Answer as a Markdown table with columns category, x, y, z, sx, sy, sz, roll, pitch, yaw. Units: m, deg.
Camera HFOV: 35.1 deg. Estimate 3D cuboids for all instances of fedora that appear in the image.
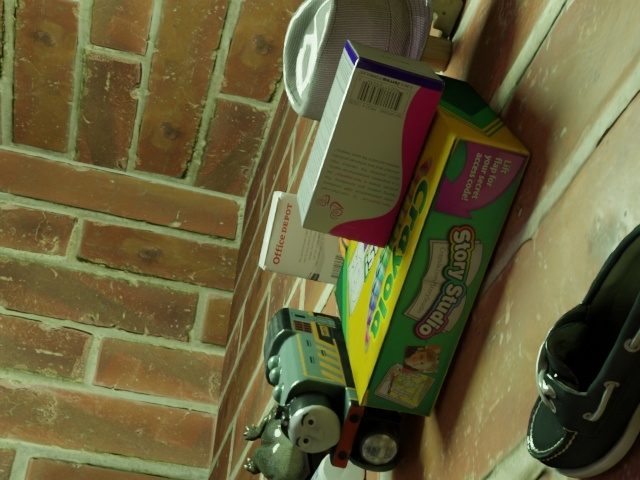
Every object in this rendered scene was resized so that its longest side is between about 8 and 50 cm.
| category | x | y | z | sx | sy | sz | roll | pitch | yaw |
| --- | --- | --- | --- | --- | --- | --- | --- | --- | --- |
| fedora | 0.030 | -0.264 | 1.394 | 0.275 | 0.124 | 0.243 | -59 | 35 | 41 |

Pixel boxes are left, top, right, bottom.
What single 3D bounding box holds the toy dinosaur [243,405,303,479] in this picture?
| category | x | y | z | sx | sy | sz | roll | pitch | yaw |
| --- | --- | --- | --- | --- | --- | --- | --- | --- | --- |
| toy dinosaur | -0.069 | 0.359 | 1.735 | 0.160 | 0.121 | 0.313 | -56 | 11 | 53 |

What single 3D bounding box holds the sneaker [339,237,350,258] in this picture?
| category | x | y | z | sx | sy | sz | roll | pitch | yaw |
| --- | --- | --- | --- | --- | --- | --- | --- | --- | --- |
| sneaker | 0.075 | -0.065 | 1.639 | 0.321 | 0.125 | 0.180 | -57 | -36 | -62 |

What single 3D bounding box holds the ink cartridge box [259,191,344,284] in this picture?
| category | x | y | z | sx | sy | sz | roll | pitch | yaw |
| --- | --- | --- | --- | --- | --- | --- | --- | --- | --- |
| ink cartridge box | 0.000 | 0.000 | 1.774 | 0.082 | 0.191 | 0.139 | -152 | 74 | -80 |

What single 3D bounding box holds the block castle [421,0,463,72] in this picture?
| category | x | y | z | sx | sy | sz | roll | pitch | yaw |
| --- | --- | --- | --- | --- | --- | --- | --- | --- | --- |
| block castle | 0.110 | -0.477 | 1.669 | 0.303 | 0.213 | 0.453 | 165 | 117 | -79 |

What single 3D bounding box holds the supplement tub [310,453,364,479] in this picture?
| category | x | y | z | sx | sy | sz | roll | pitch | yaw |
| --- | --- | --- | --- | --- | --- | --- | --- | --- | --- |
| supplement tub | 0.021 | 0.377 | 1.563 | 0.107 | 0.071 | 0.071 | 113 | 165 | -49 |

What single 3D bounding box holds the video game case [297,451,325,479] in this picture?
| category | x | y | z | sx | sy | sz | roll | pitch | yaw |
| --- | --- | --- | --- | --- | --- | --- | --- | --- | --- |
| video game case | -0.064 | 0.500 | 1.751 | 0.248 | 0.035 | 0.275 | -53 | 21 | 18 |

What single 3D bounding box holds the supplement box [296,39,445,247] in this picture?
| category | x | y | z | sx | sy | sz | roll | pitch | yaw |
| --- | --- | --- | --- | --- | --- | --- | --- | --- | --- |
| supplement box | 0.056 | -0.118 | 1.243 | 0.114 | 0.111 | 0.220 | -105 | 32 | -67 |

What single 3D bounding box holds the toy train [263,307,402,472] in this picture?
| category | x | y | z | sx | sy | sz | roll | pitch | yaw |
| --- | --- | --- | --- | --- | --- | --- | --- | --- | --- |
| toy train | 0.018 | 0.206 | 1.437 | 0.334 | 0.190 | 0.142 | -104 | 27 | -68 |

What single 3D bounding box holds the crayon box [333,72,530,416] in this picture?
| category | x | y | z | sx | sy | sz | roll | pitch | yaw |
| --- | --- | --- | --- | --- | --- | --- | --- | --- | --- |
| crayon box | 0.126 | -0.008 | 1.322 | 0.313 | 0.106 | 0.363 | -101 | 26 | -66 |

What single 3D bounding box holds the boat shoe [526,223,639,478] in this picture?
| category | x | y | z | sx | sy | sz | roll | pitch | yaw |
| --- | --- | --- | --- | --- | --- | --- | --- | --- | --- |
| boat shoe | 0.215 | 0.085 | 0.770 | 0.302 | 0.091 | 0.114 | 113 | 166 | -46 |
